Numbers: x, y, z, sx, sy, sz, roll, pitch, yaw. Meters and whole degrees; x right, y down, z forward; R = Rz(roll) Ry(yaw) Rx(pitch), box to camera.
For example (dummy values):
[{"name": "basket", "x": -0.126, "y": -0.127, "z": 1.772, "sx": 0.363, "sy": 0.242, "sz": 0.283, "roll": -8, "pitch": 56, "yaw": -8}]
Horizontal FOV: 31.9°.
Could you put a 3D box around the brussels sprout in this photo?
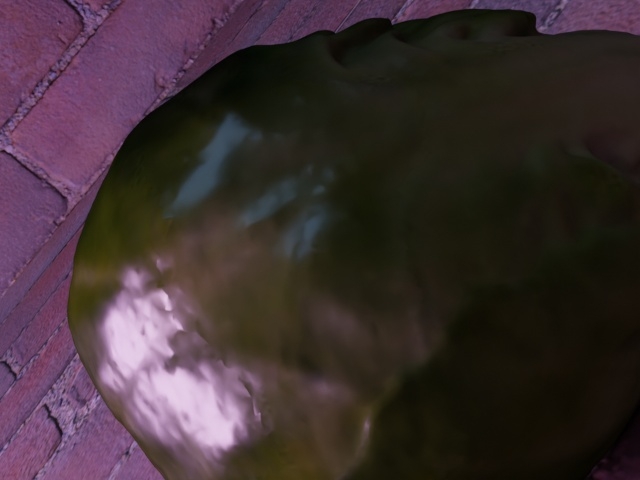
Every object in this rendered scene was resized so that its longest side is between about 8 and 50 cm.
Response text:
[{"name": "brussels sprout", "x": 0.045, "y": 0.018, "z": 0.603, "sx": 0.354, "sy": 0.281, "sz": 0.289, "roll": -27, "pitch": -8, "yaw": 5}]
